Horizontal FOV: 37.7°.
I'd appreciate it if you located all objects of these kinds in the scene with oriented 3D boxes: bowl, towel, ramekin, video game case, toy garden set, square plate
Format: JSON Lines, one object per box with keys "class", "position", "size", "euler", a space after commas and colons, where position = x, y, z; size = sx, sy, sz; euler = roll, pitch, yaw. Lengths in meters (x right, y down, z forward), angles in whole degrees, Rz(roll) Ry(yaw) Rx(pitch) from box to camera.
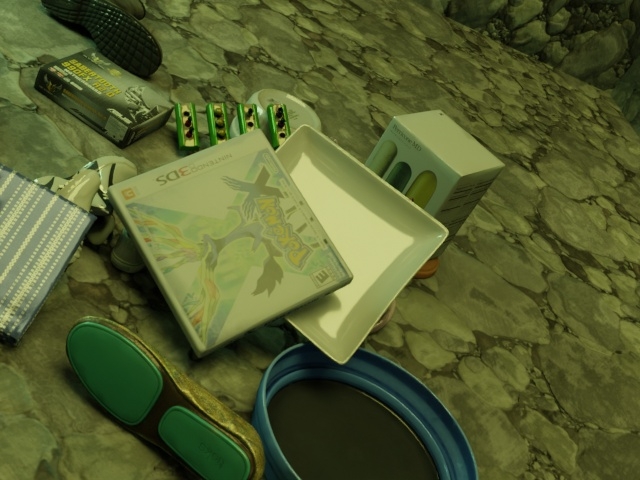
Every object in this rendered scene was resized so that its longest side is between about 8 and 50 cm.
{"class": "bowl", "position": [0.068, 0.329, 1.501], "size": [0.391, 0.077, 0.391], "euler": [22, 32, -15]}
{"class": "towel", "position": [-0.538, -0.018, 1.389], "size": [0.336, 0.040, 0.243], "euler": [29, 62, -8]}
{"class": "ramekin", "position": [-0.095, -0.256, 2.154], "size": [0.207, 0.109, 0.207], "euler": [22, 33, -15]}
{"class": "video game case", "position": [-0.151, -0.007, 1.581], "size": [0.300, 0.036, 0.329], "euler": [-25, 73, -24]}
{"class": "toy garden set", "position": [-0.174, -0.207, 1.979], "size": [0.244, 0.049, 0.204], "euler": [-2, 65, -16]}
{"class": "square plate", "position": [0.000, 0.000, 1.666], "size": [0.344, 0.049, 0.347], "euler": [38, 62, 7]}

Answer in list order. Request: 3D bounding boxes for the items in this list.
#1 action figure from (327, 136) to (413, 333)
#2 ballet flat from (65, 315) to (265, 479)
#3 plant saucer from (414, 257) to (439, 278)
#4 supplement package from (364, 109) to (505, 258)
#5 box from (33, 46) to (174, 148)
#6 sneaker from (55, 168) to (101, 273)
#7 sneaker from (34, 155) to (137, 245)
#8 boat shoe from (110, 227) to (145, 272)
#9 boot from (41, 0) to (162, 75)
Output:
{"class": "action figure", "position": [0.016, -0.029, 1.876], "size": [0.370, 0.276, 0.248], "euler": [20, 38, 29]}
{"class": "ballet flat", "position": [-0.220, 0.236, 1.361], "size": [0.348, 0.123, 0.123], "euler": [37, 31, 10]}
{"class": "plant saucer", "position": [0.183, 0.004, 2.103], "size": [0.200, 0.037, 0.200], "euler": [22, 33, -15]}
{"class": "supplement package", "position": [0.209, -0.110, 1.992], "size": [0.199, 0.263, 0.198], "euler": [44, 33, 21]}
{"class": "box", "position": [-0.446, -0.300, 1.954], "size": [0.231, 0.056, 0.183], "euler": [35, 32, 5]}
{"class": "sneaker", "position": [-0.412, -0.011, 1.492], "size": [0.095, 0.090, 0.235], "euler": [34, 65, -5]}
{"class": "sneaker", "position": [-0.383, -0.057, 1.632], "size": [0.153, 0.094, 0.235], "euler": [45, 33, 18]}
{"class": "boat shoe", "position": [-0.298, -0.026, 1.673], "size": [0.079, 0.081, 0.227], "euler": [31, 31, -2]}
{"class": "boot", "position": [-0.467, -0.526, 2.209], "size": [0.338, 0.118, 0.223], "euler": [40, 26, 4]}
